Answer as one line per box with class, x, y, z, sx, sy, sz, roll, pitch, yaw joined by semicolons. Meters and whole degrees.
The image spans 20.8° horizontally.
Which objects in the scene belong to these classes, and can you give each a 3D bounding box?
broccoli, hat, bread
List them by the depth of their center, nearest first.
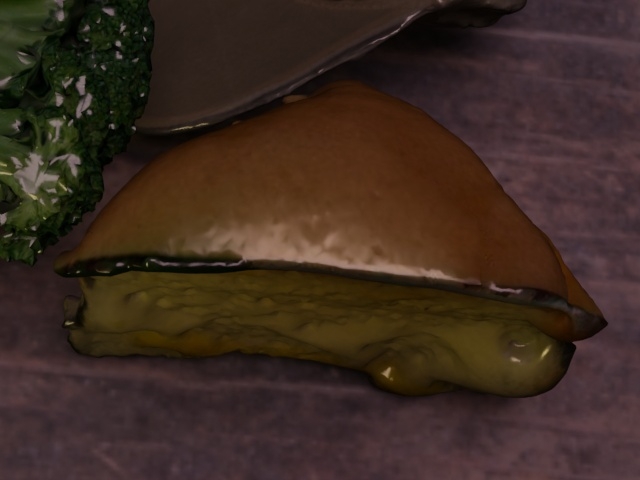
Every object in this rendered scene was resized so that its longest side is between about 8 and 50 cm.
broccoli;-0.205;-0.112;0.802;0.262;0.241;0.269;13;96;11
bread;0.007;-0.006;0.841;0.252;0.174;0.133;7;66;-3
hat;-0.012;-0.154;0.944;0.245;0.149;0.214;-33;63;19
